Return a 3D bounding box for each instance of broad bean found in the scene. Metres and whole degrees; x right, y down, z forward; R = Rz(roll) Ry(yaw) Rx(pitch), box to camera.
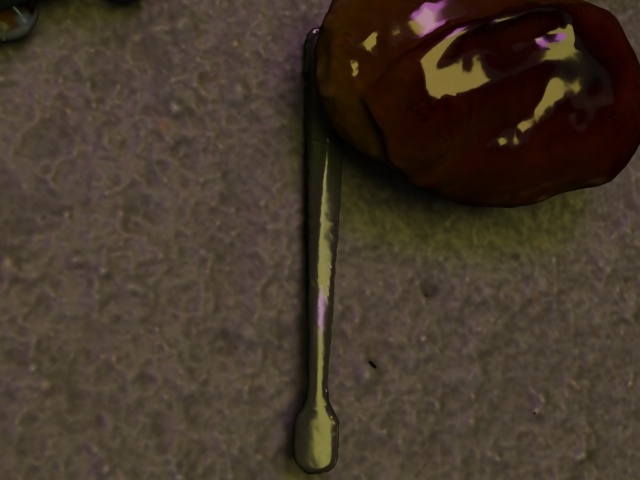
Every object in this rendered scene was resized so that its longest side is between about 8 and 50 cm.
[{"bbox_3d":[0.105,-0.101,0.594,0.229,0.122,0.156,6,95,-13],"label":"broad bean"}]

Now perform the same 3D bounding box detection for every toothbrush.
[{"bbox_3d":[0.000,0.000,0.593,0.030,0.030,0.297,3,80,-9],"label":"toothbrush"}]

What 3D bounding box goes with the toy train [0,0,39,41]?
[{"bbox_3d":[-0.173,-0.201,0.536,0.219,0.089,0.127,-25,80,-19],"label":"toy train"}]
